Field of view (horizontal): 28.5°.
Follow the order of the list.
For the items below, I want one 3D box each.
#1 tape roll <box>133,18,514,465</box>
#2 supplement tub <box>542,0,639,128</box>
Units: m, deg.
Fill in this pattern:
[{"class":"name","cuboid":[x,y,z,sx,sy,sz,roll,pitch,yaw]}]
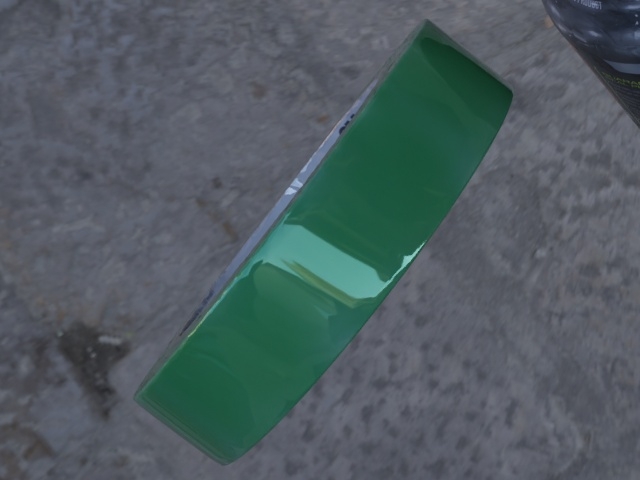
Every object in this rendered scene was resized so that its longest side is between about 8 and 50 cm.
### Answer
[{"class":"tape roll","cuboid":[0.000,0.000,0.849,0.077,0.321,0.321,38,110,-5]},{"class":"supplement tub","cuboid":[0.296,-0.181,0.948,0.207,0.338,0.207,-18,57,29]}]
